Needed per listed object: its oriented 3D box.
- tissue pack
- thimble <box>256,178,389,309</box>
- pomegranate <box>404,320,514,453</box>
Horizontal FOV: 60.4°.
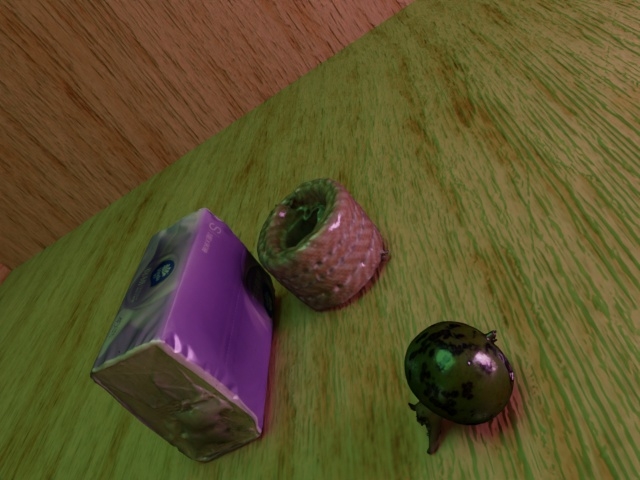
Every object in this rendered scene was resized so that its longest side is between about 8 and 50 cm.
[{"bbox_3d":[-0.193,0.141,0.893,0.160,0.242,0.338,-28,31,18],"label":"tissue pack"},{"bbox_3d":[-0.003,0.005,0.974,0.196,0.148,0.229,-43,26,-3],"label":"thimble"},{"bbox_3d":[0.144,0.163,0.617,0.161,0.122,0.122,-64,24,16],"label":"pomegranate"}]
